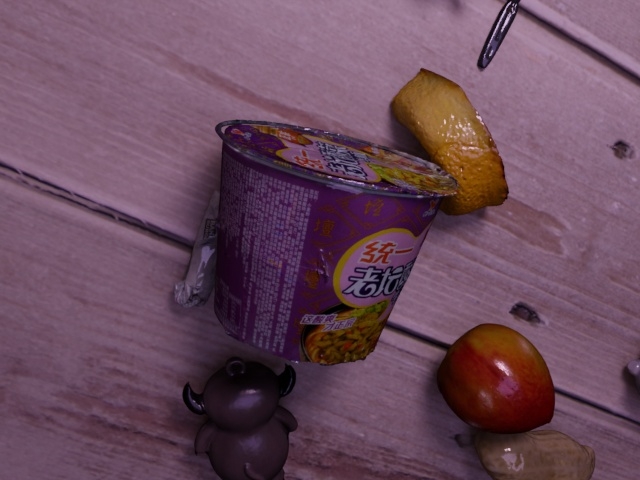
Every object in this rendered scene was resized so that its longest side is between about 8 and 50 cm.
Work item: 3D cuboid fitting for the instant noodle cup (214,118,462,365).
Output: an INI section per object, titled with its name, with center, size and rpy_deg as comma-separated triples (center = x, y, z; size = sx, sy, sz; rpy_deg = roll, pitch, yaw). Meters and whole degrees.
[instant noodle cup]
center = 0.000, 0.000, 0.815
size = 0.340, 0.340, 0.265
rpy_deg = 8, 109, -13

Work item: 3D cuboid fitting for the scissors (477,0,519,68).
[scissors]
center = 0.311, -0.382, 0.939
size = 0.088, 0.017, 0.220
rpy_deg = 24, 97, -16

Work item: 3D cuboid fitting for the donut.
[donut]
center = 0.210, -0.142, 0.900
size = 0.101, 0.152, 0.258
rpy_deg = -28, 105, -2

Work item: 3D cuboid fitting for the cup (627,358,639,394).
[cup]
center = 0.683, 0.250, 1.094
size = 0.142, 0.134, 0.173
rpy_deg = 33, 95, -14

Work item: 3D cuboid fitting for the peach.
[peach]
center = 0.302, 0.243, 0.987
size = 0.198, 0.197, 0.197
rpy_deg = -2, 103, -11

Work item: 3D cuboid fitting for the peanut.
[peanut]
center = 0.399, 0.410, 1.082
size = 0.257, 0.123, 0.123
rpy_deg = 16, 98, -18

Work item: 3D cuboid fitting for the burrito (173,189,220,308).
[burrito]
center = -0.172, 0.013, 0.903
size = 0.064, 0.064, 0.203
rpy_deg = 24, 96, -16

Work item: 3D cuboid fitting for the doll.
[doll]
center = -0.119, 0.301, 0.947
size = 0.182, 0.117, 0.257
rpy_deg = -12, 105, -11
